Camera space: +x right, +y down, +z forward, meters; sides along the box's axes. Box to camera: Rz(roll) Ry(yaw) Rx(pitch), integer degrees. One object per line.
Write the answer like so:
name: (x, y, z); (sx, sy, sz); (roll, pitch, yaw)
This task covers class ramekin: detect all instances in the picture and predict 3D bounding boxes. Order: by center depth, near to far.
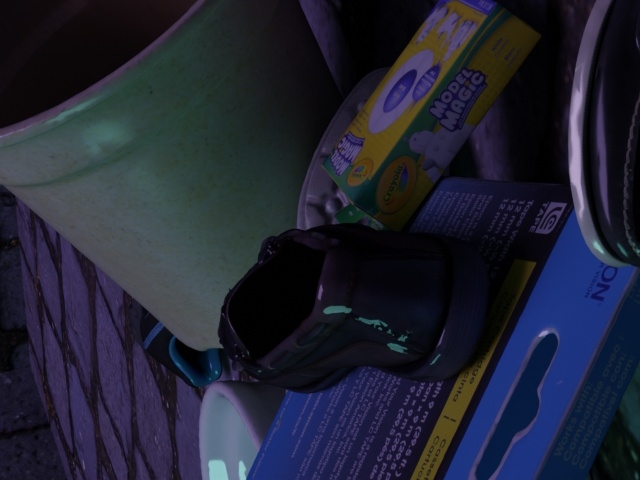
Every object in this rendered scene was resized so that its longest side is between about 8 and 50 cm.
ramekin: (0.001, 0.241, 1.285); (0.277, 0.135, 0.277); (168, 90, -73)

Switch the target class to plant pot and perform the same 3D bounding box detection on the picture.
plant pot: (-0.109, -0.086, 1.223); (0.305, 0.334, 0.334); (55, 177, -34)

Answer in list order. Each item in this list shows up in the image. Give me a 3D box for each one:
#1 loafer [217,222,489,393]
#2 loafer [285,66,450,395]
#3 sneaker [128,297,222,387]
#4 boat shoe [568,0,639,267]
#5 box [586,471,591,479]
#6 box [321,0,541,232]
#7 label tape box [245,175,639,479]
loafer: (-0.011, 0.032, 0.906); (0.302, 0.095, 0.109); (-11, 69, 66)
loafer: (0.036, 0.030, 1.142); (0.111, 0.112, 0.319); (36, -114, -75)
sneaker: (-0.174, 0.033, 1.882); (0.139, 0.125, 0.341); (45, 152, 42)
boat shoe: (0.174, -0.097, 0.680); (0.079, 0.084, 0.233); (19, 93, 49)
box: (0.133, 0.222, 1.070); (0.130, 0.091, 0.170); (159, 99, -72)
box: (0.062, -0.080, 0.995); (0.179, 0.043, 0.105); (-56, 19, 7)
label tape box: (0.095, 0.096, 0.890); (0.249, 0.115, 0.348); (-64, 20, -5)
